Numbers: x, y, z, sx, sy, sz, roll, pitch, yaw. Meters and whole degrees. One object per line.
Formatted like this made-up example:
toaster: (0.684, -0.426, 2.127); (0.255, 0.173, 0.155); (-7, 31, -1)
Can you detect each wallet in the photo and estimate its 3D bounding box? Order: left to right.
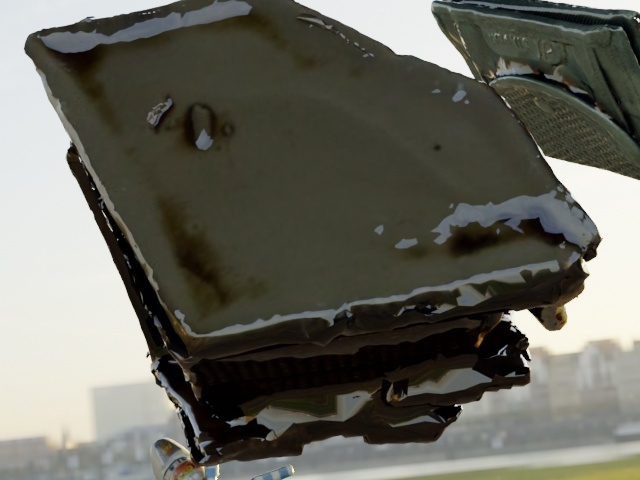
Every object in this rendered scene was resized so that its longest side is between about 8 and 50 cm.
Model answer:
wallet: (0.278, -0.174, 1.802); (0.075, 0.237, 0.342); (-43, 31, -18)

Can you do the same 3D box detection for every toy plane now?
toy plane: (-0.088, 0.322, 1.651); (0.273, 0.182, 0.107); (40, -22, -13)

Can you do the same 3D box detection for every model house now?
model house: (0.000, 0.000, 1.018); (0.317, 0.297, 0.282); (-13, -28, 1)
